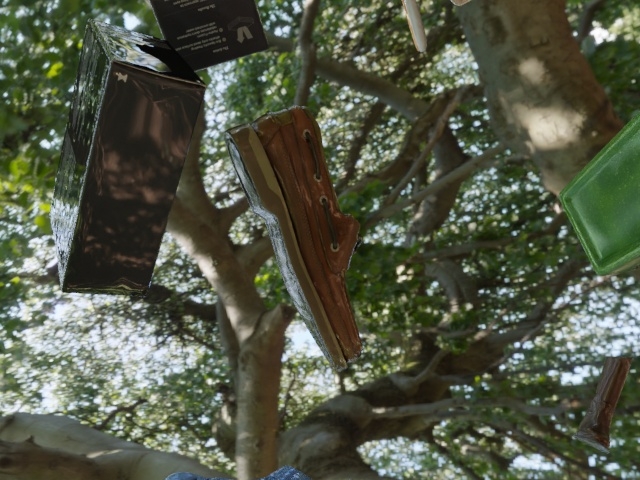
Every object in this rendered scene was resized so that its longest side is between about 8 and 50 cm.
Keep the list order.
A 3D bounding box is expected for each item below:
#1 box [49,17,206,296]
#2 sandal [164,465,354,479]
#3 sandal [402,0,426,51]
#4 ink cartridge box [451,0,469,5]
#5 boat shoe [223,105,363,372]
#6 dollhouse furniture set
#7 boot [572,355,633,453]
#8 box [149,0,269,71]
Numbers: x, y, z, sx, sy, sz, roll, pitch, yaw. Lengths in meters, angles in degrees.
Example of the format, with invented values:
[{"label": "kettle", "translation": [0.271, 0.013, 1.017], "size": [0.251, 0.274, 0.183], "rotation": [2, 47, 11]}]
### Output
[{"label": "box", "translation": [-0.233, -0.094, 0.690], "size": [0.103, 0.261, 0.184], "rotation": [8, -154, -30]}, {"label": "sandal", "translation": [-0.055, 0.356, 0.775], "size": [0.317, 0.126, 0.138], "rotation": [25, -141, -17]}, {"label": "sandal", "translation": [0.118, -0.449, 1.043], "size": [0.102, 0.076, 0.265], "rotation": [-4, -101, -75]}, {"label": "ink cartridge box", "translation": [0.155, -0.391, 0.719], "size": [0.115, 0.067, 0.198], "rotation": [-33, -98, -20]}, {"label": "boat shoe", "translation": [0.000, 0.000, 0.677], "size": [0.105, 0.111, 0.307], "rotation": [-25, -74, -14]}, {"label": "dollhouse furniture set", "translation": [0.358, 0.037, 0.453], "size": [0.198, 0.151, 0.301], "rotation": [-9, -114, -19]}, {"label": "boot", "translation": [0.325, 0.178, 0.678], "size": [0.114, 0.037, 0.106], "rotation": [-63, -17, -4]}, {"label": "box", "translation": [-0.179, -0.366, 0.964], "size": [0.093, 0.156, 0.158], "rotation": [-102, -4, -66]}]
